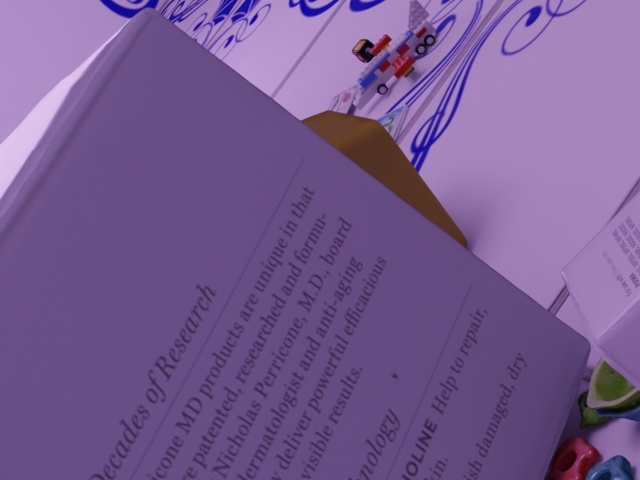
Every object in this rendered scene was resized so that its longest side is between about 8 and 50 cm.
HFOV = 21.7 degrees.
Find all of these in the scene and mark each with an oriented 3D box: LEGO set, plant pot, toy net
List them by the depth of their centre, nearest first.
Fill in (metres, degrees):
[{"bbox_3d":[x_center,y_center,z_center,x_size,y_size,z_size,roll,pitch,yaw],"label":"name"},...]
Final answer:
[{"bbox_3d":[0.165,0.160,1.051,0.122,0.045,0.232,-25,32,50],"label":"toy net"},{"bbox_3d":[0.000,0.000,1.487,0.187,0.212,0.212,-41,18,-10],"label":"plant pot"},{"bbox_3d":[0.039,-0.165,1.887,0.182,0.060,0.244,-25,32,44],"label":"LEGO set"}]

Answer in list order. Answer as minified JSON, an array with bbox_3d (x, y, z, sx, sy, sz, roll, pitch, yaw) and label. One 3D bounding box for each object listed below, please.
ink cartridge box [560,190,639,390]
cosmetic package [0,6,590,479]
[{"bbox_3d":[0.274,0.004,0.901,0.237,0.172,0.100,-46,20,13],"label":"ink cartridge box"},{"bbox_3d":[-0.100,0.127,1.140,0.329,0.393,0.327,-31,27,55],"label":"cosmetic package"}]
